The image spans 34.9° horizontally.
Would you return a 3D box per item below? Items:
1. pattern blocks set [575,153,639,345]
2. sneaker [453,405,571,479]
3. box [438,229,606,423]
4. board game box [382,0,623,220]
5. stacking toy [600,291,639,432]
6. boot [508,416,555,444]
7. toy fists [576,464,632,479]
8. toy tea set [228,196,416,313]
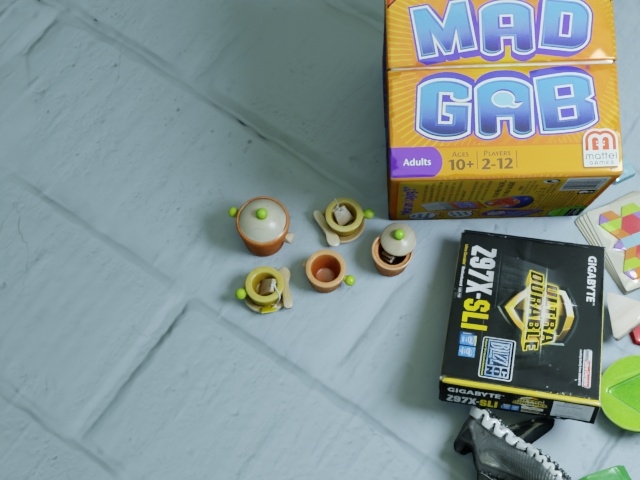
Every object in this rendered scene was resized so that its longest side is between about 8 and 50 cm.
[{"bbox_3d":[0.574,0.004,1.866,0.285,0.026,0.325,-33,71,-14],"label":"pattern blocks set"},{"bbox_3d":[0.308,0.366,1.641,0.234,0.078,0.106,37,86,36],"label":"sneaker"},{"bbox_3d":[0.346,0.138,1.729,0.257,0.079,0.322,7,52,11],"label":"box"},{"bbox_3d":[0.288,-0.241,1.741,0.356,0.356,0.356,-2,81,3],"label":"board game box"},{"bbox_3d":[0.629,0.219,1.747,0.279,0.130,0.309,-2,67,23],"label":"stacking toy"},{"bbox_3d":[0.347,0.354,1.706,0.121,0.045,0.099,-16,65,1],"label":"boot"},{"bbox_3d":[0.402,0.473,1.631,0.279,0.096,0.142,-17,55,-6],"label":"toy fists"},{"bbox_3d":[0.000,0.000,1.811,0.336,0.124,0.200,-12,67,-5],"label":"toy tea set"}]
